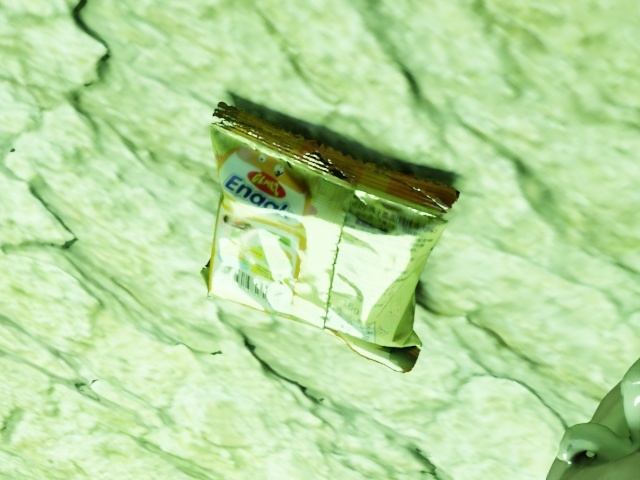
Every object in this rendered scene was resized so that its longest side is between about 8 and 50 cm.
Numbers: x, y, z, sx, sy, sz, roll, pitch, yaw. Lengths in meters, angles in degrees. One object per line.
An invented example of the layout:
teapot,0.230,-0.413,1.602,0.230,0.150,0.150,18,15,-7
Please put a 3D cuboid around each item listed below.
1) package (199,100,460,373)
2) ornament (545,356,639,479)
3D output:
package,0.000,0.001,0.726,0.108,0.031,0.120,21,143,9
ornament,0.162,0.097,0.614,0.177,0.177,0.177,19,148,12
